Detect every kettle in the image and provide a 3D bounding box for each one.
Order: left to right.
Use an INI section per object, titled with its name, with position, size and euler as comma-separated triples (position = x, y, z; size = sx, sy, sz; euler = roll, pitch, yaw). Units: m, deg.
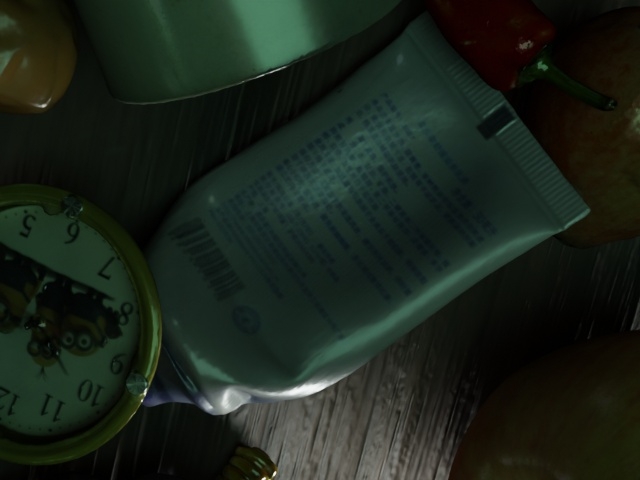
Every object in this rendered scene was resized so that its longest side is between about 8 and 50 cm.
[kettle]
position = -0.072, -0.345, 0.923
size = 0.361, 0.250, 0.377
euler = -37, 117, -30

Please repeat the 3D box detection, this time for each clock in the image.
[clock]
position = -0.234, 0.067, 1.041
size = 0.237, 0.057, 0.237
euler = 1, 93, 14

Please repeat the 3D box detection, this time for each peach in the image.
[peach]
position = 0.287, -0.092, 1.160
size = 0.232, 0.232, 0.233
euler = -7, 111, -20

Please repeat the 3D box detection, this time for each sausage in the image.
[sausage]
position = -0.289, -0.183, 0.934
size = 0.241, 0.136, 0.120
euler = 32, 97, -24

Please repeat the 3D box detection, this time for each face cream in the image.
[face cream]
position = 0.000, 0.000, 1.097
size = 0.420, 0.137, 0.235
euler = -35, 80, -4

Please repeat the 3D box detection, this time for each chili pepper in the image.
[chili pepper]
position = 0.123, -0.259, 1.062
size = 0.092, 0.137, 0.368
euler = -34, 102, -32

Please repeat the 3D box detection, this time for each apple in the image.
[apple]
position = 0.319, 0.272, 1.213
size = 0.346, 0.391, 0.392
euler = -7, 112, -40

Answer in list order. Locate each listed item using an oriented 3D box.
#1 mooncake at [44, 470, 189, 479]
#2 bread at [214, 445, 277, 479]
[mooncake]
position = -0.195, 0.388, 1.127
size = 0.381, 0.212, 0.350
euler = -44, 117, 4
[bread]
position = -0.081, 0.242, 1.224
size = 0.049, 0.033, 0.088
euler = 37, 93, -22
